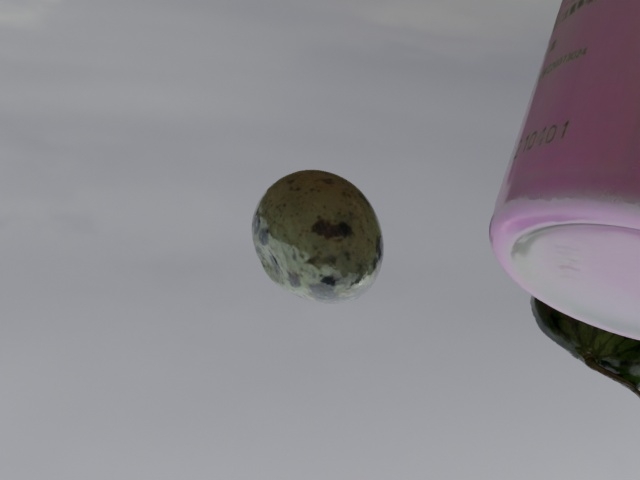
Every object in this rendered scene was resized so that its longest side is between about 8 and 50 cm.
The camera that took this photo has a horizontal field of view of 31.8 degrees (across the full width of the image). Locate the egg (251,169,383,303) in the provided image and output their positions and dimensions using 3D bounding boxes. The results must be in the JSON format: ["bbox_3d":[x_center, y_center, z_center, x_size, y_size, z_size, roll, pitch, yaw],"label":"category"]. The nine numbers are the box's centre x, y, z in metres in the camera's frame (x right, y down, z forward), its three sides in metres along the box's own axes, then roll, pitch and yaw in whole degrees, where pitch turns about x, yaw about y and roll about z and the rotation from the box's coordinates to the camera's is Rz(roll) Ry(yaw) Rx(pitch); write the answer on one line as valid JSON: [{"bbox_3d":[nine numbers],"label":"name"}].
[{"bbox_3d":[0.000,0.000,1.255,0.141,0.141,0.181,-3,-146,-30],"label":"egg"}]

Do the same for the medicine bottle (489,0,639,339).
[{"bbox_3d":[0.221,-0.099,0.656,0.178,0.290,0.178,18,158,7],"label":"medicine bottle"}]

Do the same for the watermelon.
[{"bbox_3d":[0.362,0.091,1.345,0.204,0.127,0.232,41,-161,21],"label":"watermelon"}]
